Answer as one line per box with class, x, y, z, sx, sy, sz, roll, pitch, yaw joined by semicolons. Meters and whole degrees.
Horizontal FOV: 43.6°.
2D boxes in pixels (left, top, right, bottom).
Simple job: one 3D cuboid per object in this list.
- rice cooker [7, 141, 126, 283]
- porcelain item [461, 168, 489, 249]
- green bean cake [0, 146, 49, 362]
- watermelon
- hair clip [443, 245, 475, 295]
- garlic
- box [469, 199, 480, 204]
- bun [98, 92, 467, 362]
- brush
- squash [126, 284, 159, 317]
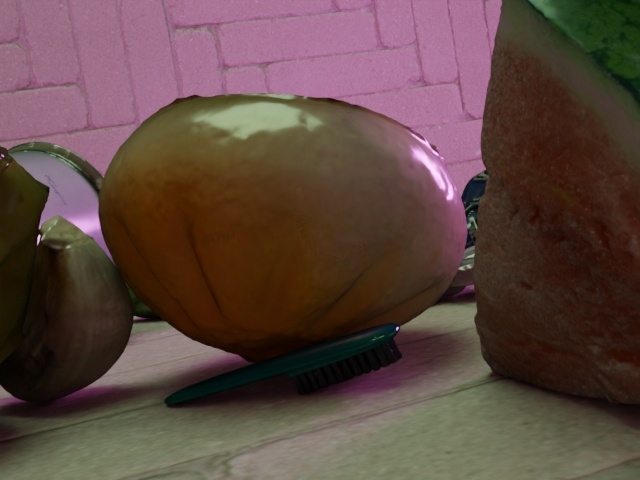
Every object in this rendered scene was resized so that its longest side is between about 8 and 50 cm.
rice cooker;-0.387;0.018;0.968;0.317;0.264;0.316;11;17;-3
porcelain item;0.277;-0.033;1.219;0.186;0.138;0.288;-26;7;5
green bean cake;-0.342;0.068;0.565;0.310;0.202;0.285;-29;27;43
watermelon;0.242;0.007;0.459;0.292;0.319;0.222;-18;42;-26
hair clip;0.151;0.027;0.959;0.146;0.075;0.257;-11;10;10
garlic;-0.242;0.077;0.695;0.198;0.128;0.090;-39;-8;38
box;0.333;-0.019;0.863;0.264;0.105;0.337;-10;4;-6
bun;-0.033;0.018;0.647;0.299;0.164;0.299;7;-20;2
brush;-0.028;0.100;0.582;0.194;0.032;0.043;-21;2;19
squash;-0.189;0.072;1.111;0.239;0.069;0.069;-10;3;35
